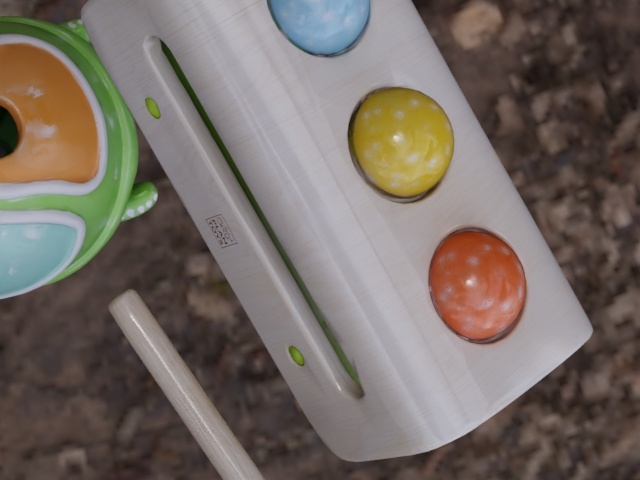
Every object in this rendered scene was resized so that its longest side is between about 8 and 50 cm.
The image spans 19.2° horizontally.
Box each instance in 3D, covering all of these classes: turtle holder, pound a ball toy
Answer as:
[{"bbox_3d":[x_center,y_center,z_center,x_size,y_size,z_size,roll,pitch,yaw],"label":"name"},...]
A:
[{"bbox_3d":[-0.325,-0.065,1.611,0.320,0.243,0.227,2,-169,27],"label":"turtle holder"},{"bbox_3d":[0.000,0.000,0.923,0.208,0.319,0.136,-33,-174,-32],"label":"pound a ball toy"}]
